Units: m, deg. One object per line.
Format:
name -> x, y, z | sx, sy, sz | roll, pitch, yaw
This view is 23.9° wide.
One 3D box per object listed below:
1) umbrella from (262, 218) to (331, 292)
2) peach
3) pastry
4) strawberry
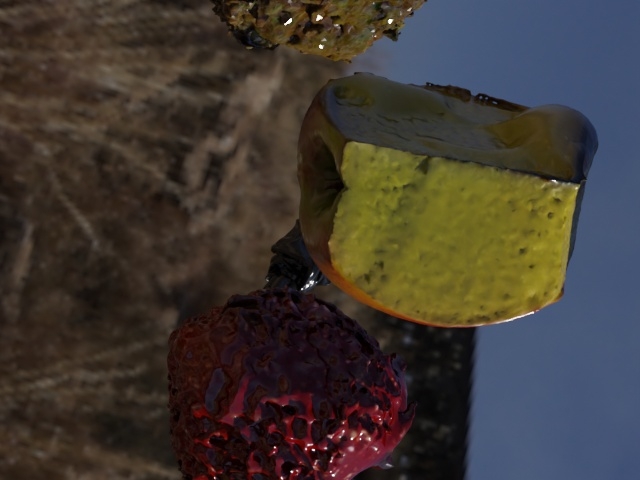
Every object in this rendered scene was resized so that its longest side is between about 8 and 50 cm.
umbrella -> 0.000, 0.000, 2.162 | 0.122, 0.110, 0.272 | -9, -146, 46
peach -> 0.155, -0.048, 1.752 | 0.306, 0.380, 0.242 | -114, -150, -62
pastry -> 0.007, -0.283, 1.483 | 0.193, 0.275, 0.275 | 65, -34, 34
strawberry -> -0.038, 0.118, 1.133 | 0.201, 0.187, 0.184 | 52, 47, -48
